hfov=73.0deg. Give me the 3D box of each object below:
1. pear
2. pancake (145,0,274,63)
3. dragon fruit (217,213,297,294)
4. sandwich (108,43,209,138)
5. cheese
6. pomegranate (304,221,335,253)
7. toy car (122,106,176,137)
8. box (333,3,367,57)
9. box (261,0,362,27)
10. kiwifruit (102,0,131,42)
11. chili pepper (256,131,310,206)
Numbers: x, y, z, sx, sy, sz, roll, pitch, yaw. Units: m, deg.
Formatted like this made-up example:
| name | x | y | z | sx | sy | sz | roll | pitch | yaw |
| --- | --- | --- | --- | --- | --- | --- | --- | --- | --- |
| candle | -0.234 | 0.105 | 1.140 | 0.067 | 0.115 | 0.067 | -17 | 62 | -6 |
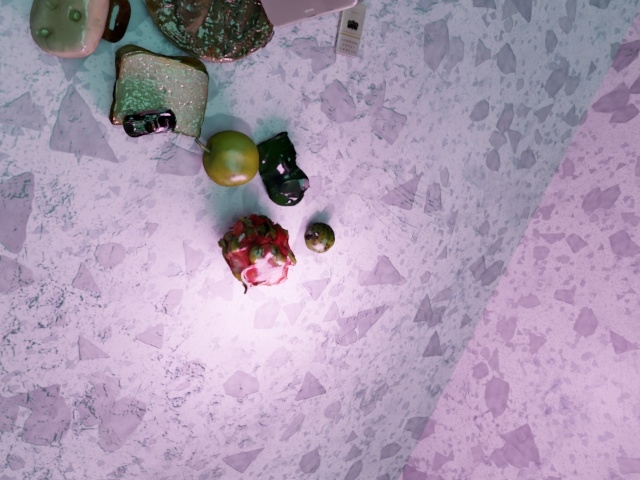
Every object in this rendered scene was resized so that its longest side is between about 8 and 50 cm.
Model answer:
| name | x | y | z | sx | sy | sz | roll | pitch | yaw |
| --- | --- | --- | --- | --- | --- | --- | --- | --- | --- |
| pear | -0.297 | -0.257 | 1.340 | 0.216 | 0.166 | 0.180 | 9 | 120 | -47 |
| pancake | -0.289 | -0.696 | 1.221 | 0.383 | 0.071 | 0.381 | -10 | 112 | -27 |
| dragon fruit | -0.207 | 0.045 | 1.496 | 0.231 | 0.237 | 0.302 | -33 | 137 | 10 |
| sandwich | -0.455 | -0.419 | 1.229 | 0.251 | 0.087 | 0.226 | 1 | 122 | -31 |
| cheese | -0.603 | -0.574 | 1.042 | 0.159 | 0.093 | 0.262 | 17 | 101 | -1 |
| pomegranate | 0.000 | 0.000 | 1.671 | 0.122 | 0.122 | 0.161 | -36 | 151 | -13 |
| toy car | -0.468 | -0.323 | 1.194 | 0.142 | 0.055 | 0.069 | -14 | 131 | -20 |
| box | 0.101 | -0.717 | 1.470 | 0.090 | 0.024 | 0.166 | 0 | 110 | -31 |
| box | 0.051 | -0.762 | 1.179 | 0.344 | 0.352 | 0.177 | -47 | 128 | -27 |
| kiwifruit | -0.538 | -0.580 | 1.123 | 0.075 | 0.075 | 0.124 | 12 | 108 | -34 |
| chili pepper | -0.130 | -0.223 | 1.488 | 0.148 | 0.116 | 0.264 | -24 | 120 | -17 |
